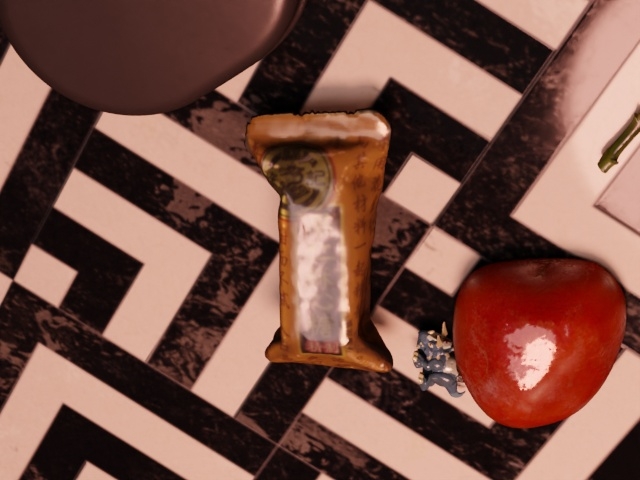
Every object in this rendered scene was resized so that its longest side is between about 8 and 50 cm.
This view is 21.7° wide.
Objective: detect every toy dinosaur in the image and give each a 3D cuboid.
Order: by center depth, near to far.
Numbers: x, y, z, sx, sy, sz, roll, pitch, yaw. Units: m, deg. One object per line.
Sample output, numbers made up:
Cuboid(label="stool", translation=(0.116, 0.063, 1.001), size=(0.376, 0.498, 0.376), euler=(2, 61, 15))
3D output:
Cuboid(label="toy dinosaur", translation=(0.120, 0.123, 1.663), size=(0.047, 0.030, 0.083), euler=(-4, 118, 22))

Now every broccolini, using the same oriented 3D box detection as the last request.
Cuboid(label="broccolini", translation=(0.293, -0.135, 1.458), size=(0.052, 0.054, 0.194), euler=(8, 124, -9))

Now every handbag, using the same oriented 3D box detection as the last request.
Cuboid(label="handbag", translation=(-0.153, -0.245, 1.487), size=(0.308, 0.093, 0.254), euler=(-29, 116, 29))

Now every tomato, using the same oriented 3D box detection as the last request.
Cuboid(label="tomato", translation=(0.207, 0.108, 1.584), size=(0.166, 0.082, 0.174), euler=(0, 111, 9))

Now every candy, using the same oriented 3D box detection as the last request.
Cuboid(label="candy", translation=(0.000, 0.000, 1.595), size=(0.143, 0.101, 0.271), euler=(2, 114, 10))
